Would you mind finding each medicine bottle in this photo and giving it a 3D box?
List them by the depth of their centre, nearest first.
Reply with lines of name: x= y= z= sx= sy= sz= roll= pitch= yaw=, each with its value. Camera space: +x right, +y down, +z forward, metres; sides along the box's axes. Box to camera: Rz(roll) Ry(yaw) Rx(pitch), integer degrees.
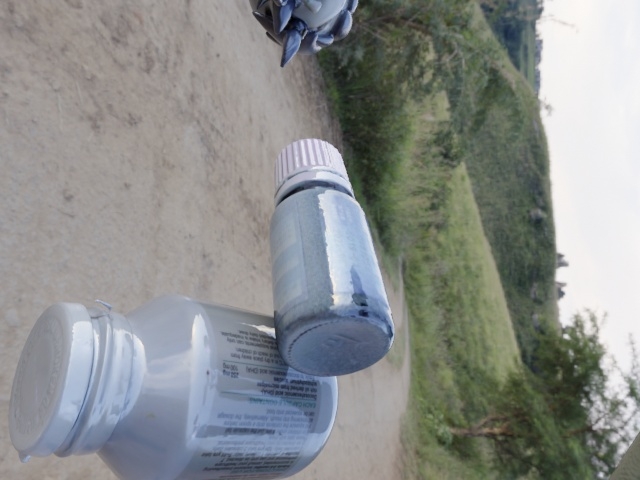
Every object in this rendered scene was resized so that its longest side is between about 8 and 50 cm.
medicine bottle: x=-0.100 y=0.112 z=0.376 sx=0.215 sy=0.135 sz=0.135 roll=21 pitch=62 yaw=-42
medicine bottle: x=0.000 y=0.000 z=0.397 sx=0.083 sy=0.083 sz=0.203 roll=74 pitch=6 yaw=-47

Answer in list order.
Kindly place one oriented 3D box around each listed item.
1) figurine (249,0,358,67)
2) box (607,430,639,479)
figurine: x=-0.028 y=-0.355 z=0.661 sx=0.197 sy=0.175 sz=0.265 roll=58 pitch=-1 yaw=12
box: x=0.450 y=0.243 z=0.491 sx=0.177 sy=0.352 sz=0.344 roll=42 pitch=-71 yaw=53
